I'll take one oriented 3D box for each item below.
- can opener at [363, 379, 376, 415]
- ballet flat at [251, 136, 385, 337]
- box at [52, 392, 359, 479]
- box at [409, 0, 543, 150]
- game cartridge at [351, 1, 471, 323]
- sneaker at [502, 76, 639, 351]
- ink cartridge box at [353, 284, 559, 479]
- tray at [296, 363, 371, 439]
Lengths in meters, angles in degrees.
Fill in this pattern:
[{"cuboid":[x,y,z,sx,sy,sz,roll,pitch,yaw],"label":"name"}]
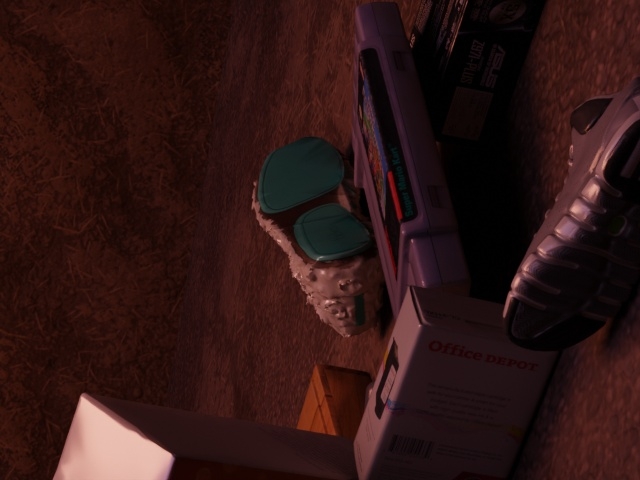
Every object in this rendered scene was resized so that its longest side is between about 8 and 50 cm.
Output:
[{"cuboid":[0.041,0.286,1.565,0.076,0.095,0.283,-177,92,-75],"label":"can opener"},{"cuboid":[0.000,0.000,1.898,0.409,0.147,0.147,-108,32,-64],"label":"ballet flat"},{"cuboid":[-0.071,0.287,1.383,0.168,0.345,0.215,21,95,50],"label":"box"},{"cuboid":[0.149,-0.206,1.532,0.147,0.077,0.180,-107,30,-60],"label":"box"},{"cuboid":[0.080,-0.039,1.500,0.230,0.068,0.355,82,177,-54],"label":"game cartridge"},{"cuboid":[0.211,-0.027,1.179,0.228,0.086,0.132,-60,17,29],"label":"sneaker"},{"cuboid":[0.116,0.138,1.314,0.072,0.127,0.175,-101,26,-62],"label":"ink cartridge box"},{"cuboid":[-0.016,0.374,1.781,0.203,0.076,0.411,-108,30,-63],"label":"tray"}]
